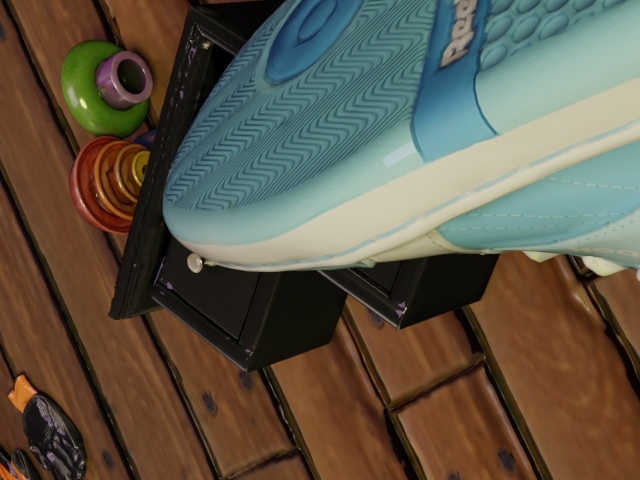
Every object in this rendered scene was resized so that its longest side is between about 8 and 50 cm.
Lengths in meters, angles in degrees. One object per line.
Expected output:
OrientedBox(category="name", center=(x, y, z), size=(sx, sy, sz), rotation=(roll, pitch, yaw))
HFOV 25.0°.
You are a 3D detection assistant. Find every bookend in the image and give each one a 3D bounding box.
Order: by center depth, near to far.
OrientedBox(category="bookend", center=(0.000, 0.000, 0.619), size=(0.156, 0.072, 0.157), rotation=(36, 121, 30))

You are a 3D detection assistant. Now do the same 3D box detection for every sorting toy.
OrientedBox(category="sorting toy", center=(-0.088, -0.053, 0.693), size=(0.042, 0.061, 0.102), rotation=(-19, 69, 41))

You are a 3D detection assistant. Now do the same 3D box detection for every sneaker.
OrientedBox(category="sneaker", center=(0.109, -0.013, 0.446), size=(0.319, 0.208, 0.127), rotation=(-16, 45, 45))

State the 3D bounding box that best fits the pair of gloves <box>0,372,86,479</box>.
OrientedBox(category="pair of gloves", center=(-0.164, 0.126, 0.831), size=(0.074, 0.010, 0.083), rotation=(45, 122, 26))
